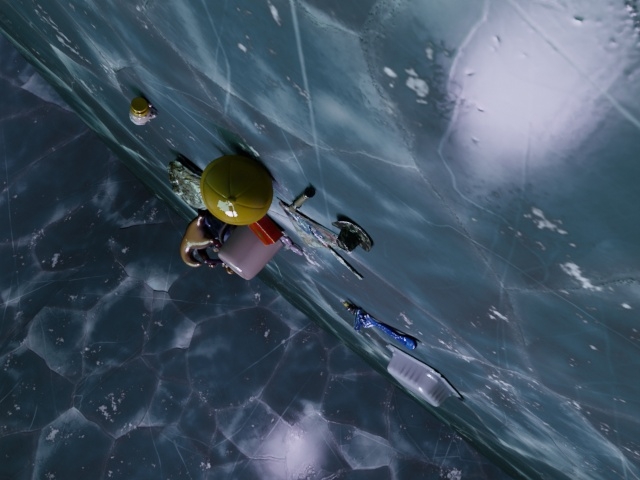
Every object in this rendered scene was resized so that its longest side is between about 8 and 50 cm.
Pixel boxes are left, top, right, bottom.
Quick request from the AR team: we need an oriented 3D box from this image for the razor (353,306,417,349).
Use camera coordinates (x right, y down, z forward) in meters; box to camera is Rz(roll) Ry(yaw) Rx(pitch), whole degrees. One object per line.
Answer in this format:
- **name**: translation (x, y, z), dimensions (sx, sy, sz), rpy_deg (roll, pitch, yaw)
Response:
- **razor**: translation (0.249, 0.337, 1.771), dimensions (0.056, 0.093, 0.324), rpy_deg (-1, -170, -37)

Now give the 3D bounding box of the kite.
- **kite**: translation (0.000, 0.001, 1.396), dimensions (0.368, 0.014, 0.406), rpy_deg (44, 166, -15)

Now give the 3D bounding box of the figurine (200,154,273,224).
- **figurine**: translation (-0.234, -0.131, 1.273), dimensions (0.192, 0.167, 0.257), rpy_deg (29, 173, -18)

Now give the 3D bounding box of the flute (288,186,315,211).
- **flute**: translation (-0.050, -0.098, 1.179), dimensions (0.027, 0.027, 0.233), rpy_deg (41, 167, -7)

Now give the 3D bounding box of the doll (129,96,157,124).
- **doll**: translation (-0.548, -0.396, 1.468), dimensions (0.084, 0.073, 0.127), rpy_deg (10, 172, -15)

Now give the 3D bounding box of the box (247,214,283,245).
- **box**: translation (-0.199, -0.039, 1.707), dimensions (0.112, 0.048, 0.175), rpy_deg (49, 165, -9)

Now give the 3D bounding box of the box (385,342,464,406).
- **box**: translation (0.419, 0.598, 2.042), dimensions (0.264, 0.106, 0.337), rpy_deg (47, 166, -31)

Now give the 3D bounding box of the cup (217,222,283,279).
- **cup**: translation (-0.308, 0.018, 1.889), dimensions (0.253, 0.200, 0.191), rpy_deg (35, 166, 23)

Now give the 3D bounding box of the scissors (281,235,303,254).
- **scissors**: translation (-0.123, 0.023, 1.792), dimensions (0.110, 0.021, 0.212), rpy_deg (43, 166, -5)

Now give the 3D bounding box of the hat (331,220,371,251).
- **hat**: translation (0.068, -0.001, 1.121), dimensions (0.121, 0.050, 0.121), rpy_deg (35, 168, 9)

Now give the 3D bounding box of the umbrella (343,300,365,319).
- **umbrella**: translation (0.146, 0.294, 1.919), dimensions (0.144, 0.037, 0.040), rpy_deg (41, -179, -22)

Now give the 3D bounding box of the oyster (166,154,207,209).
- **oyster**: translation (-0.482, -0.216, 1.834), dimensions (0.267, 0.112, 0.198), rpy_deg (48, 146, -1)

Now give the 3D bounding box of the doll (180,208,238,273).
- **doll**: translation (-0.450, -0.010, 2.071), dimensions (0.209, 0.317, 0.340), rpy_deg (9, -175, 18)
